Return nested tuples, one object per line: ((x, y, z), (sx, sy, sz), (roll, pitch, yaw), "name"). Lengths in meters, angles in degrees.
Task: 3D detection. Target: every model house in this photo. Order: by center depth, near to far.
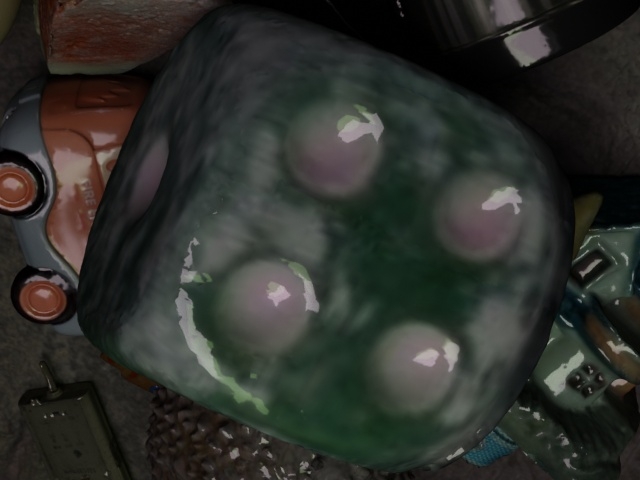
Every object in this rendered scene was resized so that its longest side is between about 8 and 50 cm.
((0.290, 0.046, 1.639), (0.267, 0.194, 0.325), (42, 111, -13), "model house")

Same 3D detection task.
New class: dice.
((0.000, 0.000, 1.482), (0.348, 0.330, 0.328), (24, 90, -19), "dice")

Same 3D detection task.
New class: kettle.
((0.128, -0.289, 1.495), (0.250, 0.207, 0.271), (-14, 106, 40), "kettle")

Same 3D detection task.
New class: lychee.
((-0.048, 0.231, 1.758), (0.300, 0.300, 0.300), (5, 119, 9), "lychee")

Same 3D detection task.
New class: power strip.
((-0.282, 0.254, 1.951), (0.092, 0.034, 0.268), (-10, 116, 17), "power strip")

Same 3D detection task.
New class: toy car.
((-0.216, -0.043, 1.702), (0.212, 0.180, 0.271), (-8, 116, 5), "toy car")

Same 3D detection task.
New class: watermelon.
((-0.204, -0.283, 1.545), (0.193, 0.231, 0.310), (6, 110, -39), "watermelon")

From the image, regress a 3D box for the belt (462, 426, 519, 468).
((0.105, 0.117, 1.750), (0.072, 0.087, 0.302), (-33, 107, 37), "belt")

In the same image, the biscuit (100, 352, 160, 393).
((-0.203, 0.120, 1.871), (0.119, 0.019, 0.130), (-14, 115, 18), "biscuit")

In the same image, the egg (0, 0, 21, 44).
((-0.375, -0.274, 1.593), (0.185, 0.186, 0.242), (-1, 129, 12), "egg")
